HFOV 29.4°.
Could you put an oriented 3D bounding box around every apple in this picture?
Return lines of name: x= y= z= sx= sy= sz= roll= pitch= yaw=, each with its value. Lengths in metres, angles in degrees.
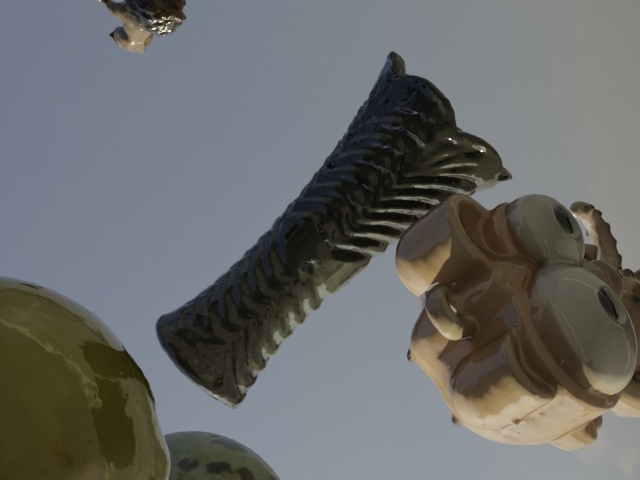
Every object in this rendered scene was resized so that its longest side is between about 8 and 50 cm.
apple: x=-0.172 y=0.105 z=0.581 sx=0.200 sy=0.200 sz=0.200 roll=49 pitch=-149 yaw=-44

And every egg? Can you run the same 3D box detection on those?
egg: x=-0.110 y=0.259 z=1.095 sx=0.177 sy=0.228 sz=0.177 roll=8 pitch=-105 yaw=-31

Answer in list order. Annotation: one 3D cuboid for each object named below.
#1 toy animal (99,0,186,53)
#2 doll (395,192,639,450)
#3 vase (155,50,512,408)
toy animal: x=-0.205 y=-0.250 z=1.340 sx=0.086 sy=0.069 sz=0.220 roll=67 pitch=161 yaw=-7
doll: x=0.151 y=0.046 z=0.752 sx=0.278 sy=0.119 sz=0.154 roll=-4 pitch=-119 yaw=-55
vase: x=0.000 y=0.000 z=0.791 sx=0.115 sy=0.237 sz=0.115 roll=46 pitch=-175 yaw=-5
